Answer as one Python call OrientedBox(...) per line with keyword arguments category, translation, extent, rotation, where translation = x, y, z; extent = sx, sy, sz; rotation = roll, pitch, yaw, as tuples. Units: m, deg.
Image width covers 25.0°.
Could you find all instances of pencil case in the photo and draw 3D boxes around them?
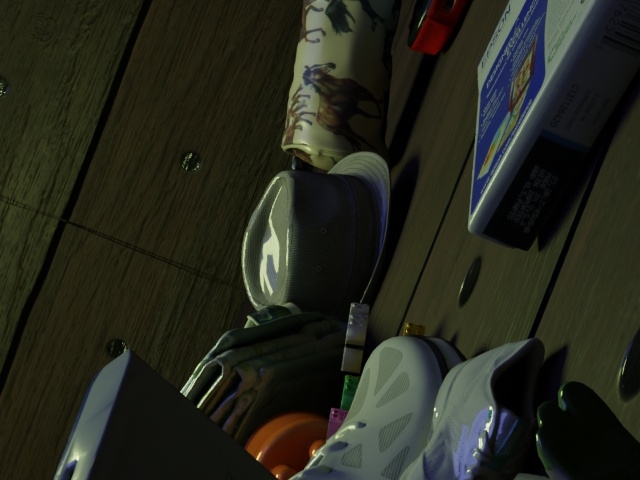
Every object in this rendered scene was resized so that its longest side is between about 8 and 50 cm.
OrientedBox(category="pencil case", translation=(0.047, -0.300, 2.135), extent=(0.183, 0.160, 0.410), rotation=(33, -116, -72))

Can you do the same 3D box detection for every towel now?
OrientedBox(category="towel", translation=(-0.098, 0.242, 1.681), extent=(0.320, 0.090, 0.374), rotation=(-61, -18, 11))

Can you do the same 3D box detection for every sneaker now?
OrientedBox(category="sneaker", translation=(-0.091, 0.163, 1.815), extent=(0.086, 0.064, 0.192), rotation=(-2, -58, -51))
OrientedBox(category="sneaker", translation=(0.109, 0.155, 0.994), extent=(0.094, 0.080, 0.212), rotation=(-42, 24, 49))
OrientedBox(category="sneaker", translation=(-0.023, 0.196, 1.092), extent=(0.447, 0.257, 0.169), rotation=(-78, 11, -53))

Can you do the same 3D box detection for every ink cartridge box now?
OrientedBox(category="ink cartridge box", translation=(0.217, -0.192, 1.224), extent=(0.307, 0.072, 0.303), rotation=(-75, 8, -56))

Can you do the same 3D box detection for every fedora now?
OrientedBox(category="fedora", translation=(-0.020, 0.003, 1.900), extent=(0.244, 0.124, 0.275), rotation=(10, 87, 60))

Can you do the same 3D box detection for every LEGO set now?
OrientedBox(category="LEGO set", translation=(0.058, 0.129, 1.358), extent=(0.227, 0.087, 0.093), rotation=(-79, -3, -56))

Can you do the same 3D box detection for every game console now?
OrientedBox(category="game console", translation=(0.218, -0.472, 2.076), extent=(0.342, 0.060, 0.386), rotation=(-86, 19, -68))

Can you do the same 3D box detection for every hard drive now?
OrientedBox(category="hard drive", translation=(-0.024, 0.230, 0.802), extent=(0.040, 0.319, 0.210), rotation=(-36, 22, 25))

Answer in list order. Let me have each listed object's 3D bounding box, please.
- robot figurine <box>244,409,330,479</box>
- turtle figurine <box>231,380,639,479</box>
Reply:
OrientedBox(category="robot figurine", translation=(-0.014, 0.237, 1.460), extent=(0.219, 0.128, 0.158), rotation=(169, 119, -81))
OrientedBox(category="turtle figurine", translation=(0.082, 0.139, 0.716), extent=(0.266, 0.198, 0.274), rotation=(-56, 19, 40))
